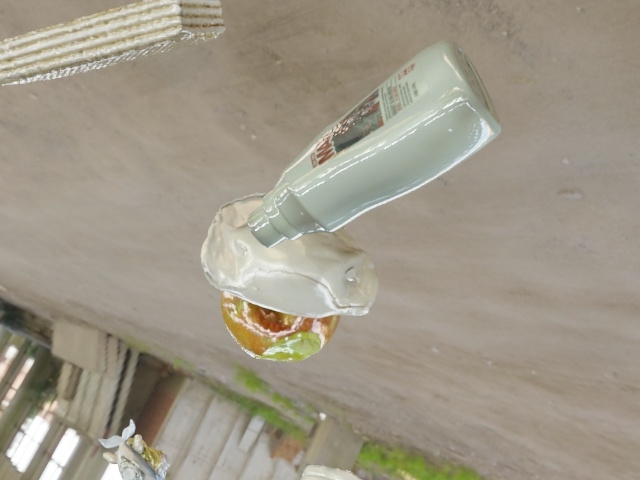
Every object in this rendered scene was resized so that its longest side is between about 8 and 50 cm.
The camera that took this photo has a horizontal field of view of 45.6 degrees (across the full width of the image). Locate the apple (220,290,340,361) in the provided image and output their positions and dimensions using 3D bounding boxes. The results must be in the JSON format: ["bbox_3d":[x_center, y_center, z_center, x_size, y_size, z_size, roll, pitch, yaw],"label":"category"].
[{"bbox_3d":[-0.103,0.166,2.087,0.340,0.339,0.339,24,162,8],"label":"apple"}]

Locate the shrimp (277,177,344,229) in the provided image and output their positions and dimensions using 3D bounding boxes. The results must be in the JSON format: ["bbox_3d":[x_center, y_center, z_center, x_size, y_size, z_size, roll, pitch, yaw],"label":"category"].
[{"bbox_3d":[0.000,-0.002,1.757,0.137,0.172,0.372,-8,118,15],"label":"shrimp"}]

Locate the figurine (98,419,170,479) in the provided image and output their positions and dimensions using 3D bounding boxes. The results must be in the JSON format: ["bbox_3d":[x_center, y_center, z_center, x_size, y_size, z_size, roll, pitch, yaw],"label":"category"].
[{"bbox_3d":[-0.440,0.541,1.845,0.208,0.128,0.184,60,180,0],"label":"figurine"}]

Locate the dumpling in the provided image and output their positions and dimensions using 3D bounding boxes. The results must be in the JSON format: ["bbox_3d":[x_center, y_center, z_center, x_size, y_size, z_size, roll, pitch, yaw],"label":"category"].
[{"bbox_3d":[-0.051,0.024,1.566,0.341,0.260,0.181,2,150,8],"label":"dumpling"}]

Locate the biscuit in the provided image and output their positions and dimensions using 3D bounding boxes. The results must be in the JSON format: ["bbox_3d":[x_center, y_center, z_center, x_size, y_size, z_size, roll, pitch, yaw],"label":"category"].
[{"bbox_3d":[-0.372,-0.338,1.296,0.426,0.078,0.144,-5,-168,25],"label":"biscuit"}]

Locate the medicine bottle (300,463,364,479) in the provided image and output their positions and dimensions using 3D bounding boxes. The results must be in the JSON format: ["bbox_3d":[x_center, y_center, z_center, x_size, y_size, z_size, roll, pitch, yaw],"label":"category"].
[{"bbox_3d":[-0.003,0.645,1.540,0.190,0.332,0.190,18,149,11],"label":"medicine bottle"}]

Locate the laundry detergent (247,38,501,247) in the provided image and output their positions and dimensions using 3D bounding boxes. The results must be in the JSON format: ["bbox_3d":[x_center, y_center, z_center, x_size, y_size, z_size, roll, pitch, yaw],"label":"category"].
[{"bbox_3d":[0.061,-0.126,1.133,0.398,0.264,0.125,-34,117,21],"label":"laundry detergent"}]
